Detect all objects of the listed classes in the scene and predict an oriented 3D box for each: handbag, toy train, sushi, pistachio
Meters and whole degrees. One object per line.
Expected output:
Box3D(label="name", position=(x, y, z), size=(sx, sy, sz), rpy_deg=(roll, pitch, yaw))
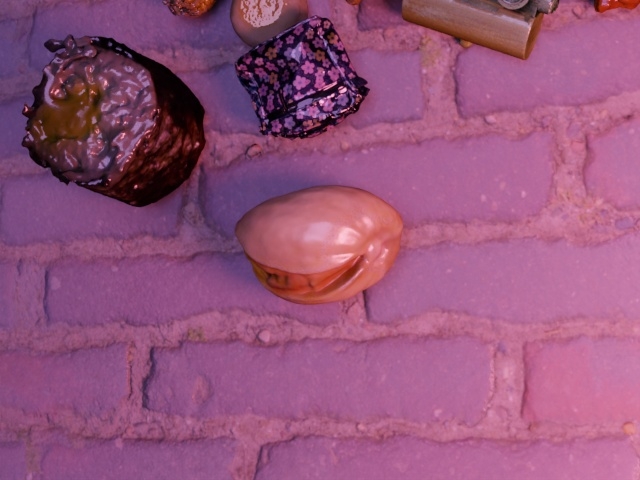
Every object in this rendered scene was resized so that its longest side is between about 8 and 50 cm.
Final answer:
Box3D(label="handbag", position=(-0.033, -0.305, 1.757), size=(0.229, 0.127, 0.207), rpy_deg=(-24, 94, 13))
Box3D(label="toy train", position=(0.276, -0.441, 1.659), size=(0.308, 0.126, 0.189), rpy_deg=(23, 117, 18))
Box3D(label="sushi", position=(-0.394, -0.230, 1.779), size=(0.281, 0.294, 0.299), rpy_deg=(19, 90, 17))
Box3D(label="pistachio", position=(0.000, 0.000, 1.691), size=(0.309, 0.230, 0.229), rpy_deg=(-6, 84, 21))

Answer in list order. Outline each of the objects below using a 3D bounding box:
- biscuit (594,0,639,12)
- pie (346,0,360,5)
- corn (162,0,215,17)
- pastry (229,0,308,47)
Box3D(label="biscuit", position=(0.582, -0.563, 1.585), size=(0.318, 0.110, 0.312), rpy_deg=(-1, 94, 18))
Box3D(label="pie", position=(0.122, -0.562, 1.660), size=(0.092, 0.315, 0.315), rpy_deg=(31, 96, -21))
Box3D(label="corn", position=(-0.201, -0.584, 1.848), size=(0.115, 0.115, 0.318), rpy_deg=(42, 98, 16))
Box3D(label="pastry", position=(-0.103, -0.456, 1.815), size=(0.157, 0.092, 0.156), rpy_deg=(2, 95, 16))
